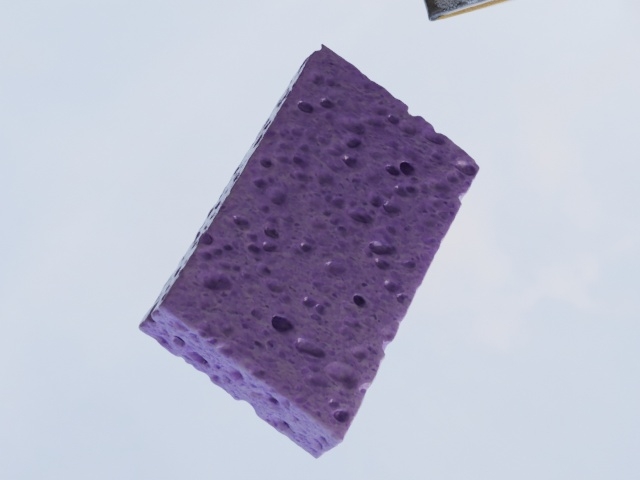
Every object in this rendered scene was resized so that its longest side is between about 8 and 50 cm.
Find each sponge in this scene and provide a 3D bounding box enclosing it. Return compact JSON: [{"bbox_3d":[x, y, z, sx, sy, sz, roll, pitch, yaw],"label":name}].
[{"bbox_3d":[0.000,0.000,0.974,0.117,0.031,0.210,36,-128,-9],"label":"sponge"}]

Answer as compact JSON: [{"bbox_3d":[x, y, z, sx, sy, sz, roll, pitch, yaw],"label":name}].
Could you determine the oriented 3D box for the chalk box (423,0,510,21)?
[{"bbox_3d":[0.127,-0.267,1.178,0.132,0.213,0.132,-17,-177,-38],"label":"chalk box"}]
